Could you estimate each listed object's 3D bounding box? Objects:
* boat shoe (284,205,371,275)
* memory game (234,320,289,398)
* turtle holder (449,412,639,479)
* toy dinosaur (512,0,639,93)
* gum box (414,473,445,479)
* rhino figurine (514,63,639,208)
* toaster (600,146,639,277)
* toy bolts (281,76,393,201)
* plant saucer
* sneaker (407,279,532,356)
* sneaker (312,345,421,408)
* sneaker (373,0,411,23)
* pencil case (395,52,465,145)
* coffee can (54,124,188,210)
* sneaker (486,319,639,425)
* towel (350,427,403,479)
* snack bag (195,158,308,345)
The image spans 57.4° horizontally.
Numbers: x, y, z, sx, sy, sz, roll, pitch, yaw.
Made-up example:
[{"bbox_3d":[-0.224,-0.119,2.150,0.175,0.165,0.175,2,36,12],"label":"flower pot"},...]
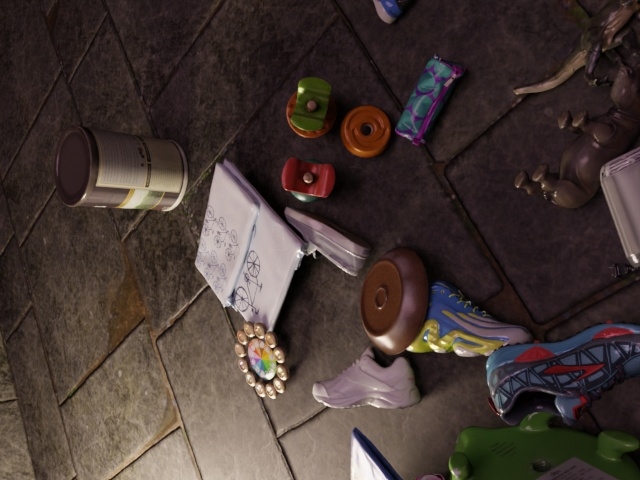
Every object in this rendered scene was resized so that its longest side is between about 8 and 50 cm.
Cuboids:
[{"bbox_3d":[0.001,0.000,1.196,0.227,0.079,0.081,31,106,34],"label":"boat shoe"},{"bbox_3d":[-0.137,0.273,1.335,0.186,0.012,0.186,16,113,42],"label":"memory game"},{"bbox_3d":[0.295,0.386,0.826,0.320,0.243,0.227,-7,102,38],"label":"turtle holder"},{"bbox_3d":[0.411,-0.283,0.845,0.268,0.064,0.118,-48,45,31],"label":"toy dinosaur"},{"bbox_3d":[0.213,0.483,0.974,0.062,0.107,0.188,-25,67,-6],"label":"gum box"},{"bbox_3d":[0.397,-0.149,0.836,0.243,0.106,0.073,-58,14,24],"label":"rhino figurine"},{"bbox_3d":[0.467,-0.055,0.750,0.227,0.129,0.146,-29,67,40],"label":"toaster"},{"bbox_3d":[0.020,-0.182,1.180,0.218,0.158,0.228,16,91,0],"label":"toy bolts"},{"bbox_3d":[0.122,0.106,1.064,0.198,0.036,0.198,-38,46,55],"label":"plant saucer"},{"bbox_3d":[0.231,0.127,0.981,0.240,0.091,0.126,-9,83,42],"label":"sneaker"},{"bbox_3d":[0.085,0.264,1.125,0.232,0.090,0.115,-11,76,32],"label":"sneaker"},{"bbox_3d":[0.125,-0.497,1.102,0.084,0.058,0.152,-35,71,42],"label":"sneaker"},{"bbox_3d":[0.193,-0.248,1.036,0.151,0.064,0.070,-64,28,22],"label":"pencil case"},{"bbox_3d":[-0.519,-0.183,1.533,0.201,0.275,0.201,-1,89,42],"label":"coffee can"},{"bbox_3d":[0.363,0.202,0.813,0.262,0.104,0.125,-22,35,32],"label":"sneaker"},{"bbox_3d":[0.110,0.508,1.043,0.209,0.034,0.285,-147,52,-61],"label":"towel"},{"bbox_3d":[-0.177,0.036,1.341,0.342,0.037,0.323,46,131,33],"label":"snack bag"}]
